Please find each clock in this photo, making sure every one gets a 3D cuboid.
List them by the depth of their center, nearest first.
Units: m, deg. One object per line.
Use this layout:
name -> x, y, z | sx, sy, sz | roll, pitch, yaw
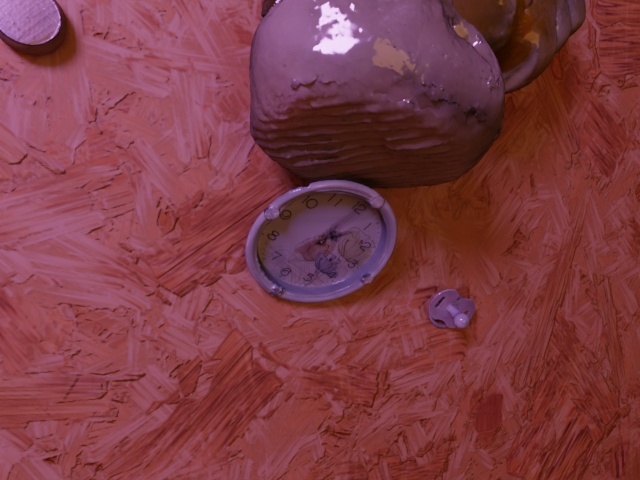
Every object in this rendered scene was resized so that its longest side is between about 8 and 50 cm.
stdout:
clock -> 0.000, 0.000, 0.719 | 0.237, 0.053, 0.236 | -8, 128, -10

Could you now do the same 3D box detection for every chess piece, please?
chess piece -> -0.366, -0.277, 0.585 | 0.084, 0.038, 0.083 | -2, 96, -21

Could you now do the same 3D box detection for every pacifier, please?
pacifier -> 0.248, 0.139, 0.866 | 0.099, 0.078, 0.081 | 29, 104, -24

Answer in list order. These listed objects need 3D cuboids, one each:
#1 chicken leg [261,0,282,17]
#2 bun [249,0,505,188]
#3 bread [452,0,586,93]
chicken leg -> -0.047, -0.426, 0.692 | 0.125, 0.080, 0.196 | 28, 84, -36
bun -> 0.068, -0.200, 0.636 | 0.362, 0.326, 0.234 | 19, 64, -38
bread -> 0.252, -0.390, 0.724 | 0.300, 0.210, 0.341 | 53, 56, -25
